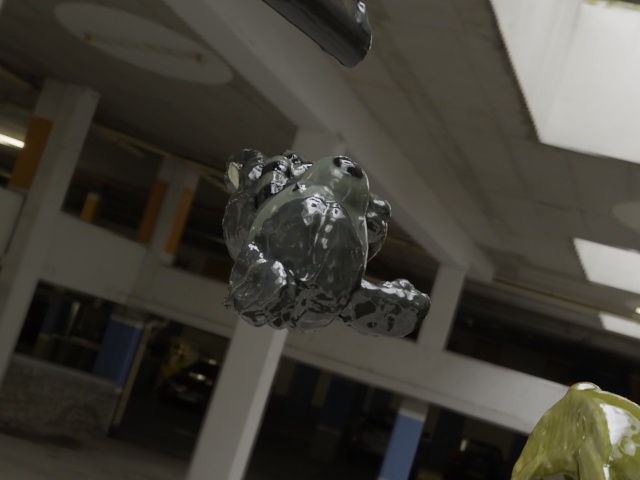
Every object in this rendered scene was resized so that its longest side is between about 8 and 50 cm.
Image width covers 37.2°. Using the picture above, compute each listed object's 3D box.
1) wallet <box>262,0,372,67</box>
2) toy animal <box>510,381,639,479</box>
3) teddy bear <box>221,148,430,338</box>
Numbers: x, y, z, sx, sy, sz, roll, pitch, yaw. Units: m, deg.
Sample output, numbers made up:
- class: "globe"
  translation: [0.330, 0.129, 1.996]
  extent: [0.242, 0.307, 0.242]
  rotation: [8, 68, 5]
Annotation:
- class: "wallet"
  translation: [-0.095, -0.319, 0.844]
  extent: [0.062, 0.228, 0.406]
  rotation: [-35, -28, 19]
- class: "toy animal"
  translation: [0.365, 0.316, 0.980]
  extent: [0.363, 0.180, 0.181]
  rotation: [43, -44, -2]
- class: "teddy bear"
  translation: [0.008, 0.001, 0.797]
  extent: [0.171, 0.144, 0.251]
  rotation: [23, 9, -19]
